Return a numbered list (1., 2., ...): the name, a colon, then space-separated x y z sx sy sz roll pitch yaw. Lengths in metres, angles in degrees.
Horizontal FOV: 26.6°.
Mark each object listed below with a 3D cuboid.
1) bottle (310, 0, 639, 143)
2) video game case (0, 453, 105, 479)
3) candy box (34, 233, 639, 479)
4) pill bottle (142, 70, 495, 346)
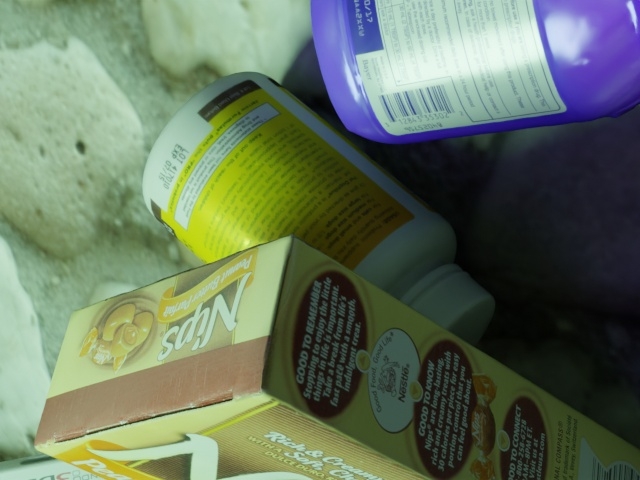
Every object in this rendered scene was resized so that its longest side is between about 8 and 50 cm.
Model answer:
1. bottle: 0.125 -0.119 0.686 0.283 0.092 0.118 -5 105 42
2. video game case: -0.181 0.251 1.062 0.022 0.173 0.190 -132 35 -66
3. candy box: 0.029 0.120 0.740 0.316 0.088 0.183 33 144 -34
4. pill bottle: 0.000 0.000 0.826 0.215 0.117 0.117 41 129 22
